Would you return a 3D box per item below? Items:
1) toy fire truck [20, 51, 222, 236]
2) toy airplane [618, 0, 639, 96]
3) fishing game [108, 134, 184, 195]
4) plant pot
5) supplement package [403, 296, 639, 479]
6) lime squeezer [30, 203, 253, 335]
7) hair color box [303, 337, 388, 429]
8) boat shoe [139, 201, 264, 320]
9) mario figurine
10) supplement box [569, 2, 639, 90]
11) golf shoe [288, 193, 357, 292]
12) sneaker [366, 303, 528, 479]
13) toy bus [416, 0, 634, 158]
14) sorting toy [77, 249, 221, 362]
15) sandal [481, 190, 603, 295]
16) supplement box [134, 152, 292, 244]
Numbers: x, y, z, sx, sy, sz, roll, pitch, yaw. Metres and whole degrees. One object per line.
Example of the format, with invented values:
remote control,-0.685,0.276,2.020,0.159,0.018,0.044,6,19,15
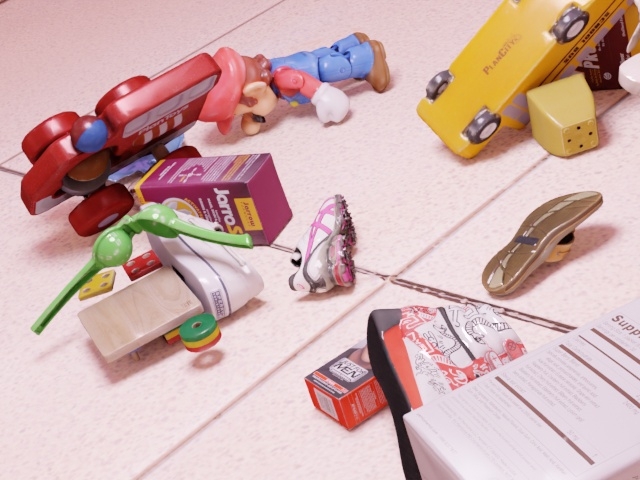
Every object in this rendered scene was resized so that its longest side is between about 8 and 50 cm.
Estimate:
toy fire truck,-0.292,-0.148,1.814,0.302,0.169,0.254,-31,-9,-22
toy airplane,0.586,-0.303,1.585,0.384,0.272,0.386,-2,31,27
fishing game,-0.312,-0.146,2.087,0.189,0.041,0.264,-33,39,-26
plant pot,0.330,-0.158,1.687,0.081,0.081,0.083,-18,38,-1
supplement package,0.247,0.181,1.005,0.293,0.177,0.175,-24,28,-13
lime squeezer,-0.229,0.020,1.582,0.310,0.110,0.059,-22,-18,14
hair color box,0.061,0.137,1.341,0.141,0.043,0.072,-30,29,-23
boat shoe,-0.156,0.013,1.645,0.088,0.096,0.267,-23,29,-18
mario figurine,-0.056,-0.236,2.055,0.320,0.170,0.198,-14,-10,-15
supplement box,0.406,-0.320,1.876,0.194,0.129,0.191,0,33,30
golf shoe,0.000,0.000,1.601,0.086,0.067,0.186,-13,28,12
sneaker,0.141,0.156,1.207,0.145,0.090,0.270,-5,38,-10
toy bus,0.285,-0.263,1.735,0.332,0.130,0.108,-50,63,18
sorting toy,-0.221,0.098,1.572,0.132,0.046,0.274,-28,30,-13
sandal,0.259,0.007,1.465,0.180,0.049,0.072,-45,29,-16
supplement box,-0.148,-0.054,1.748,0.188,0.104,0.081,-2,32,29
